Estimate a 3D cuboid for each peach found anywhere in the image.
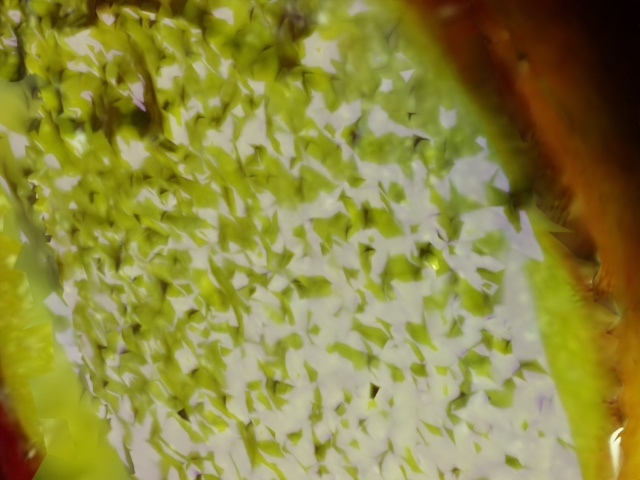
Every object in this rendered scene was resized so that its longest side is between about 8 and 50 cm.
[{"bbox_3d":[0.014,0.009,0.735,0.406,0.335,0.310,60,-155,2],"label":"peach"}]
